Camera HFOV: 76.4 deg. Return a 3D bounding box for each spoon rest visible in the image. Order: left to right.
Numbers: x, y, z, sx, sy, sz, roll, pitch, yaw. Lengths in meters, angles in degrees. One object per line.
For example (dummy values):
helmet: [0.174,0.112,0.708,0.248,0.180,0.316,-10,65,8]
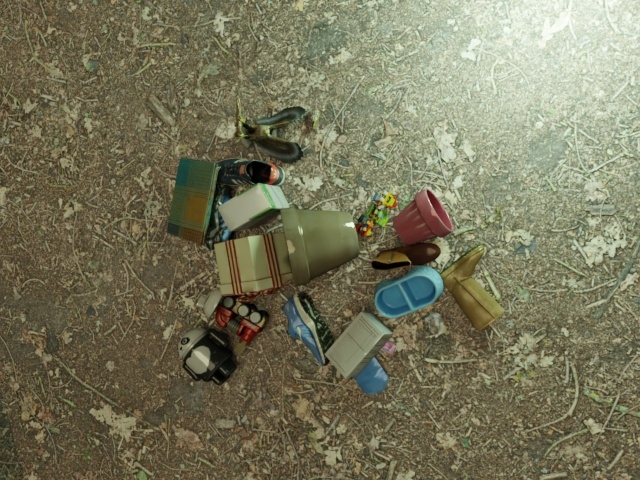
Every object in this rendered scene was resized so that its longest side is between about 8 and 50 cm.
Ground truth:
spoon rest: [-0.479,0.276,1.798,0.084,0.276,0.137,31,69,-20]

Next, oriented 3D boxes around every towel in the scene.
towel: [-0.586,-0.186,1.861,0.271,0.040,0.371,16,97,34]

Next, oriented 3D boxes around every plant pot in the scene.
plant pot: [0.000,0.000,1.663,0.280,0.323,0.324,-13,89,-4]
plant pot: [0.397,-0.078,1.617,0.180,0.201,0.201,-32,85,27]

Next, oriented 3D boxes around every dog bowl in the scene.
dog bowl: [0.350,0.218,1.655,0.297,0.074,0.166,-27,92,24]

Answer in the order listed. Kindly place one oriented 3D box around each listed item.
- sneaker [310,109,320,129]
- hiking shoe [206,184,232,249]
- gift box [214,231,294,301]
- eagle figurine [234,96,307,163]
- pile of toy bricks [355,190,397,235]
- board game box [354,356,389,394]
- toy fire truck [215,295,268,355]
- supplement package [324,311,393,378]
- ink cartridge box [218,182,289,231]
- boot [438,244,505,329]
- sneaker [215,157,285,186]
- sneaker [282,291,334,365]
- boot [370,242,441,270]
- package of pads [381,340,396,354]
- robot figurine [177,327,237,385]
sneaker: [-0.027,-0.526,1.774,0.036,0.032,0.083,14,90,25]
hiking shoe: [-0.428,-0.099,1.848,0.132,0.113,0.304,11,93,-13]
gift box: [-0.268,0.112,1.690,0.276,0.255,0.258,-9,90,42]
eagle figurine: [-0.219,-0.467,1.760,0.298,0.225,0.226,2,137,-16]
pile of toy bricks: [0.241,-0.095,1.699,0.105,0.118,0.212,33,81,-18]
board game box: [0.213,0.574,1.749,0.133,0.033,0.169,-37,79,16]
toy fire truck: [-0.375,0.394,1.829,0.217,0.158,0.247,27,87,10]
supplement package: [0.162,0.430,1.685,0.139,0.134,0.244,44,101,28]
ink cartridge box: [-0.269,-0.138,1.710,0.201,0.278,0.117,-28,89,12]
boot: [0.632,0.183,1.620,0.236,0.089,0.269,-43,81,23]
sneaker: [-0.339,-0.306,1.785,0.349,0.148,0.131,3,92,13]
sneaker: [-0.059,0.395,1.771,0.147,0.129,0.330,-32,81,26]
boot: [0.338,0.061,1.577,0.263,0.280,0.096,0,92,13]
package of pads: [0.278,0.448,1.729,0.083,0.032,0.050,21,96,11]
robot figurine: [-0.514,0.521,1.832,0.278,0.174,0.209,40,64,8]
